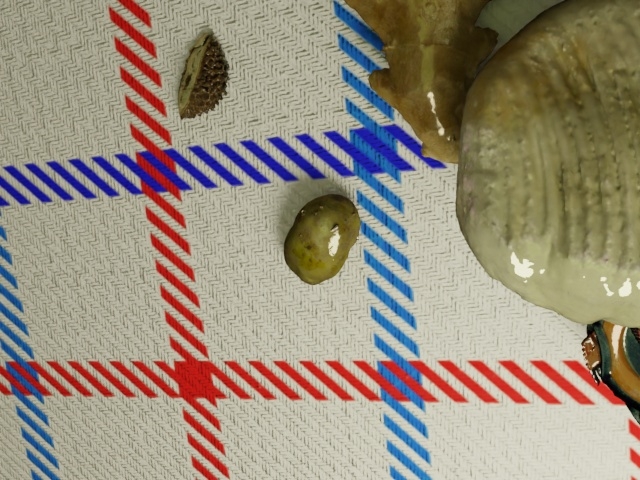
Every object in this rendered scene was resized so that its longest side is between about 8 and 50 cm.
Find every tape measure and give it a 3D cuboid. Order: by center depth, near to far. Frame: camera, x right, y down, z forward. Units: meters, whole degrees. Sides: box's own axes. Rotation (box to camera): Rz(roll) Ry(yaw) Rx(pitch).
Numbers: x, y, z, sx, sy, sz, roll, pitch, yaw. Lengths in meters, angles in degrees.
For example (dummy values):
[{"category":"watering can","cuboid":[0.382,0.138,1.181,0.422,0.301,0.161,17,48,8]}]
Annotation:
[{"category":"tape measure","cuboid":[0.423,0.118,0.862,0.202,0.135,0.223,-34,87,31]}]

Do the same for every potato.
[{"category":"potato","cuboid":[0.000,0.000,1.003,0.091,0.070,0.138,32,112,9]}]

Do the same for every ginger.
[{"category":"ginger","cuboid":[0.106,-0.289,0.867,0.362,0.122,0.348,19,101,2]}]

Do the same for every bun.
[{"category":"bun","cuboid":[0.323,-0.079,0.768,0.364,0.219,0.366,-5,75,18]}]

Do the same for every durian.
[{"category":"durian","cuboid":[-0.161,-0.222,1.022,0.066,0.052,0.130,43,116,46]}]
